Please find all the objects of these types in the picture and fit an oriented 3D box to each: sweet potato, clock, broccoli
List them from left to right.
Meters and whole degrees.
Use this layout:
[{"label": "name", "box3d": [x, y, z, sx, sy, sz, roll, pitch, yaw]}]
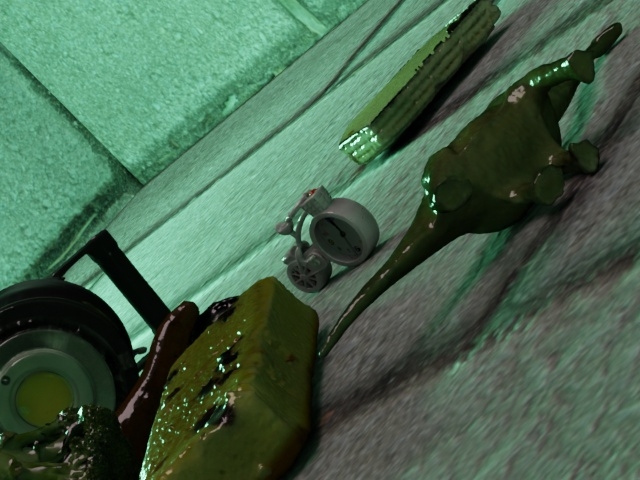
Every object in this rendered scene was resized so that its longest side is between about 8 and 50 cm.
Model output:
[{"label": "broccoli", "box3d": [-0.231, 0.225, 1.776, 0.146, 0.138, 0.162, 139, 141, -67]}, {"label": "sweet potato", "box3d": [-0.179, 0.179, 1.889, 0.264, 0.057, 0.057, -60, 12, -13]}, {"label": "clock", "box3d": [0.000, 0.000, 1.900, 0.129, 0.087, 0.041, -46, 5, 48]}]

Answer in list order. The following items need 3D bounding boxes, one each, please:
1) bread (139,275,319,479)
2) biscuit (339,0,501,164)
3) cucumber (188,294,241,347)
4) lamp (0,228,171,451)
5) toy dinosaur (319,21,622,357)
[{"label": "bread", "box3d": [-0.073, 0.135, 1.606, 0.138, 0.077, 0.361, -44, 9, 10]}, {"label": "biscuit", "box3d": [0.109, -0.177, 2.306, 0.252, 0.052, 0.150, -48, 6, -31]}, {"label": "cucumber", "box3d": [-0.127, 0.122, 1.969, 0.227, 0.069, 0.069, -42, 8, 41]}, {"label": "lamp", "box3d": [-0.291, 0.147, 2.140, 0.374, 0.205, 0.272, -41, 10, -22]}, {"label": "toy dinosaur", "box3d": [0.130, -0.064, 1.591, 0.447, 0.087, 0.301, -39, 8, -12]}]
